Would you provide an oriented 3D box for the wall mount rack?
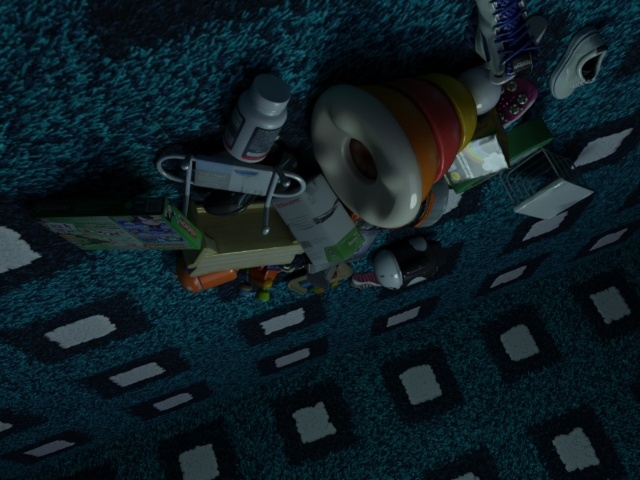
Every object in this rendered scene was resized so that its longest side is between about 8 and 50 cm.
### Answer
[{"bbox_3d":[-0.196,-0.123,1.352,0.350,0.130,0.304,7,154,-11],"label":"wall mount rack"}]

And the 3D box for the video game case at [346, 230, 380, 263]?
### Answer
[{"bbox_3d":[0.103,0.019,2.207,0.196,0.026,0.274,-12,156,-23],"label":"video game case"}]

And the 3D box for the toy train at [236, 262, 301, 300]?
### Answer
[{"bbox_3d":[-0.167,0.125,1.896,0.248,0.143,0.105,16,-173,41],"label":"toy train"}]

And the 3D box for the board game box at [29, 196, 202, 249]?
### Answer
[{"bbox_3d":[-0.461,-0.033,1.403,0.317,0.046,0.213,-1,160,11],"label":"board game box"}]

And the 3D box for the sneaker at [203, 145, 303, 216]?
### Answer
[{"bbox_3d":[-0.180,-0.153,1.528,0.267,0.101,0.106,-26,139,0],"label":"sneaker"}]

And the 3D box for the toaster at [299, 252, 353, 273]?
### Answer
[{"bbox_3d":[0.000,0.000,1.891,0.185,0.168,0.110,-19,157,-9],"label":"toaster"}]

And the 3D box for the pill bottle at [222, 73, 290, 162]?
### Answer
[{"bbox_3d":[-0.132,-0.259,1.292,0.108,0.108,0.180,-7,153,-32],"label":"pill bottle"}]

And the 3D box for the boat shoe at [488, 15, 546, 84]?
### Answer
[{"bbox_3d":[0.466,-0.443,1.444,0.184,0.066,0.063,-59,160,4],"label":"boat shoe"}]

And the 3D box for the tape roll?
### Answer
[{"bbox_3d":[0.530,-0.250,1.823,0.321,0.077,0.321,-30,174,-3],"label":"tape roll"}]

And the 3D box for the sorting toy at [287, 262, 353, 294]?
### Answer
[{"bbox_3d":[0.018,0.162,2.377,0.229,0.041,0.307,-23,161,9],"label":"sorting toy"}]

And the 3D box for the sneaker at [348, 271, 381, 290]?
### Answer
[{"bbox_3d":[0.187,0.177,2.576,0.170,0.063,0.075,3,146,-37],"label":"sneaker"}]

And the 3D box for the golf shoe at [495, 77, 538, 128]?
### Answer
[{"bbox_3d":[0.472,-0.341,1.684,0.140,0.115,0.306,-12,163,-48],"label":"golf shoe"}]

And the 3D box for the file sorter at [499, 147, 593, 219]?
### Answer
[{"bbox_3d":[0.789,-0.205,2.151,0.277,0.173,0.193,6,145,-47],"label":"file sorter"}]

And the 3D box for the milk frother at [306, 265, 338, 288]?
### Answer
[{"bbox_3d":[-0.012,0.097,2.118,0.135,0.129,0.143,-57,176,-42],"label":"milk frother"}]

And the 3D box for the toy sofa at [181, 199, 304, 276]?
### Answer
[{"bbox_3d":[-0.210,-0.020,1.687,0.362,0.150,0.177,-7,157,-32],"label":"toy sofa"}]

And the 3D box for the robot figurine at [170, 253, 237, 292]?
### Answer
[{"bbox_3d":[-0.333,0.079,1.815,0.219,0.158,0.128,-19,122,-9],"label":"robot figurine"}]

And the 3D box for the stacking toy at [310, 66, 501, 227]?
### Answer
[{"bbox_3d":[0.247,-0.278,1.451,0.480,0.350,0.350,-32,162,-24],"label":"stacking toy"}]

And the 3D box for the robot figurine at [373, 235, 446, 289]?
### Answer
[{"bbox_3d":[0.345,0.089,2.383,0.278,0.173,0.209,-19,149,-8],"label":"robot figurine"}]

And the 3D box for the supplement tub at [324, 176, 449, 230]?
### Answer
[{"bbox_3d":[0.182,-0.133,1.721,0.338,0.207,0.207,-4,150,-37],"label":"supplement tub"}]

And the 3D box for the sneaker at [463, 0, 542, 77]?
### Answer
[{"bbox_3d":[0.392,-0.449,1.260,0.127,0.182,0.315,-25,157,2],"label":"sneaker"}]

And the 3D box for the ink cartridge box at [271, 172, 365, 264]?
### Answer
[{"bbox_3d":[-0.009,-0.053,1.598,0.092,0.219,0.160,-41,-164,-30],"label":"ink cartridge box"}]

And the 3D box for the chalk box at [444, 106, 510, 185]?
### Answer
[{"bbox_3d":[0.372,-0.243,1.598,0.213,0.132,0.132,-14,133,26],"label":"chalk box"}]

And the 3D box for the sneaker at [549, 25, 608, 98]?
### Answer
[{"bbox_3d":[0.688,-0.451,1.635,0.094,0.091,0.258,-21,157,-3],"label":"sneaker"}]
